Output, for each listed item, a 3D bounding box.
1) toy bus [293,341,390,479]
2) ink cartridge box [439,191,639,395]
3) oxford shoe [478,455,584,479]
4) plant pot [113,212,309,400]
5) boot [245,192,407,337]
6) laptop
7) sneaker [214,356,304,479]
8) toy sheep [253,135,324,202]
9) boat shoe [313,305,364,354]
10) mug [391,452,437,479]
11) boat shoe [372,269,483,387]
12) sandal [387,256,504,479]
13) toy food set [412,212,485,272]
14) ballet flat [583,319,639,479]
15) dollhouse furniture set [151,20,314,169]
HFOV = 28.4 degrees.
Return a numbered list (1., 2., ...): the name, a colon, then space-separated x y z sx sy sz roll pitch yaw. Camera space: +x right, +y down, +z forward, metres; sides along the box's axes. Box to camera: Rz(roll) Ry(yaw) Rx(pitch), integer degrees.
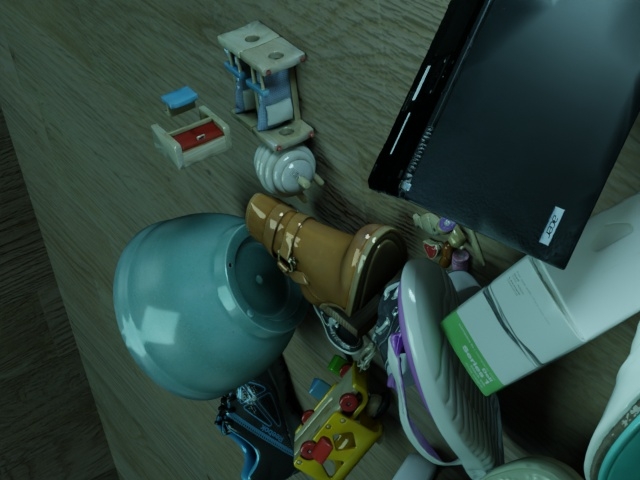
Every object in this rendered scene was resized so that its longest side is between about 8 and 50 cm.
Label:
1. toy bus: 0.046 0.266 1.862 0.104 0.191 0.202 33 156 -13
2. ink cartridge box: 0.229 0.050 1.165 0.092 0.160 0.219 60 158 9
3. oxford shoe: 0.252 0.368 1.490 0.169 0.130 0.449 56 157 29
4. plant pot: -0.140 0.081 1.925 0.196 0.293 0.293 -23 92 42
5. boot: 0.000 0.000 1.667 0.220 0.109 0.283 43 166 14
6. laptop: 0.167 -0.119 1.122 0.136 0.234 0.264 25 -179 -9
7. sneaker: -0.128 0.271 2.231 0.341 0.139 0.125 66 160 1
8. toy sheep: -0.045 -0.099 1.730 0.132 0.091 0.091 33 142 51
9. boat shoe: 0.025 0.112 1.847 0.038 0.046 0.125 88 158 -50
10. mug: 0.063 0.462 1.739 0.276 0.374 0.328 25 151 13
11. boat shoe: 0.118 0.088 1.544 0.102 0.108 0.301 59 166 17
12. sandal: 0.126 0.172 1.395 0.416 0.102 0.169 61 -157 -52
13. toy food set: 0.147 0.006 1.492 0.122 0.019 0.078 2 115 66
14. ballet flat: 0.323 0.067 0.998 0.139 0.139 0.400 53 144 26
15. dollhouse furniture set: -0.121 -0.183 1.676 0.129 0.183 0.129 41 148 45
